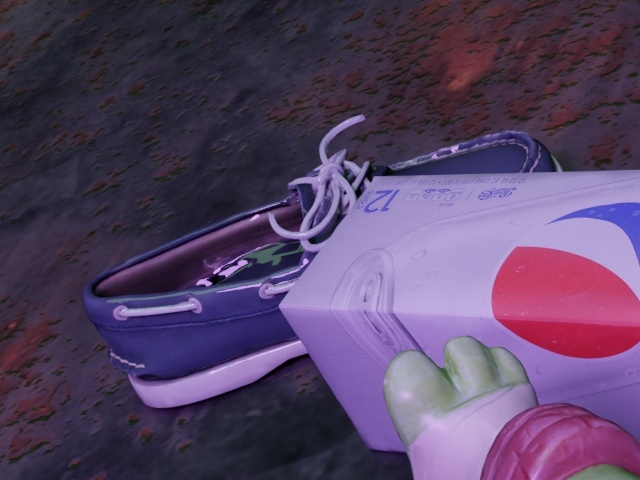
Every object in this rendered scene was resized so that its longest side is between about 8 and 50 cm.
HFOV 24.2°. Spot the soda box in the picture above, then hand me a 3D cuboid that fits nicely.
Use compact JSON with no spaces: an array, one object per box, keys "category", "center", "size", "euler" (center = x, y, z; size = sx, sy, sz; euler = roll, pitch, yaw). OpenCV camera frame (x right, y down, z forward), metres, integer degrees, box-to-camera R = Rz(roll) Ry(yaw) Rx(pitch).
[{"category":"soda box","center":[0.128,0.034,0.592],"size":[0.286,0.098,0.091],"euler":[2,43,40]}]

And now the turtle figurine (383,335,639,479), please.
[{"category":"turtle figurine","center":[0.038,0.055,0.331],"size":[0.266,0.275,0.197],"euler":[-7,61,69]}]

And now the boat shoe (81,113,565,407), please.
[{"category":"boat shoe","center":[0.000,0.000,0.767],"size":[0.254,0.079,0.095],"euler":[-22,31,12]}]
